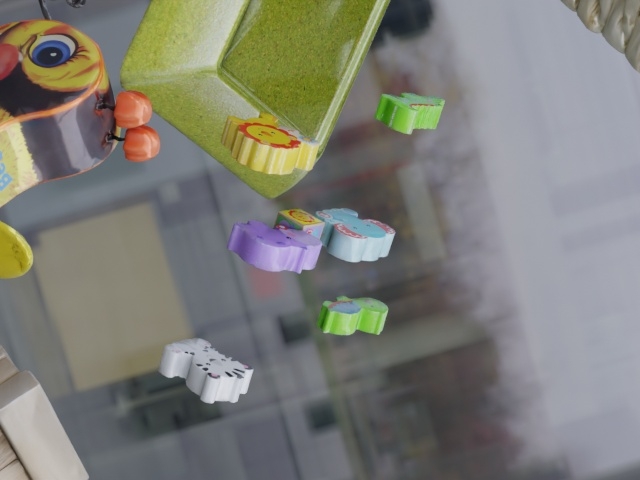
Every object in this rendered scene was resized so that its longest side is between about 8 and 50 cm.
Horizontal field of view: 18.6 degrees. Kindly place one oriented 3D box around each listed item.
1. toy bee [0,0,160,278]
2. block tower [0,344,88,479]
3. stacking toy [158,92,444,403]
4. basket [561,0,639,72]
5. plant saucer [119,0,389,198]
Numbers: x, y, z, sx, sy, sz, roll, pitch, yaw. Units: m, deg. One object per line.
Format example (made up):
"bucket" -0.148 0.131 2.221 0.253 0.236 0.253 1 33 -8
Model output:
"toy bee" -0.179 -0.073 1.069 0.162 0.298 0.195 26 -11 30
"block tower" -0.266 0.042 1.176 0.335 0.097 0.091 43 -18 41
"stacking toy" 0.000 0.000 1.205 0.221 0.052 0.167 -13 125 -53
"basket" 0.325 -0.272 1.337 0.328 0.266 0.331 51 -44 46
"plant saucer" -0.024 -0.138 1.228 0.188 0.045 0.188 38 73 -53
